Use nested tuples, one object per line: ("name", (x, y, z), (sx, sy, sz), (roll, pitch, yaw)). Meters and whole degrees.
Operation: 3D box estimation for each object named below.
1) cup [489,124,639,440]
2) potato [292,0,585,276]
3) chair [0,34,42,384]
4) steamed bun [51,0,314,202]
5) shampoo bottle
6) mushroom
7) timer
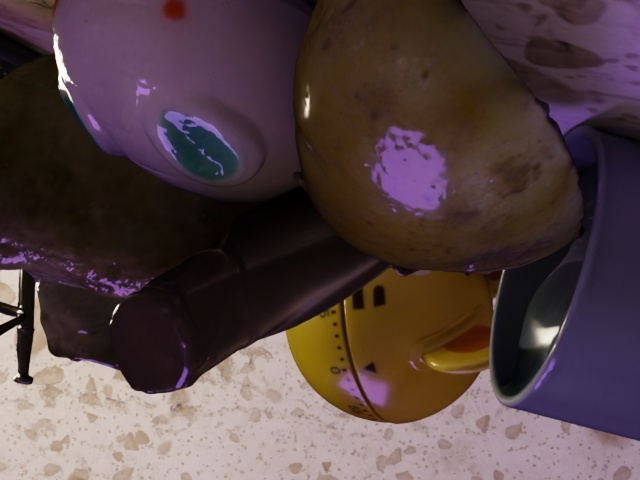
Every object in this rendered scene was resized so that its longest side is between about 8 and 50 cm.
("cup", (0.297, 0.059, 0.565), (0.312, 0.206, 0.205), (16, 176, 1))
("potato", (0.051, -0.040, 0.439), (0.160, 0.111, 0.271), (53, -175, 18))
("chair", (-0.485, -0.044, 0.924), (0.361, 0.411, 0.364), (17, 176, -9))
("steamed bun", (-0.072, -0.096, 0.518), (0.177, 0.131, 0.228), (16, 178, 25))
("shampoo bottle", (0.000, 0.000, 0.580), (0.125, 0.084, 0.350), (-1, -160, 40))
("mushroom", (-0.174, -0.050, 0.657), (0.217, 0.292, 0.211), (32, 158, -35))
("timer", (0.147, 0.112, 1.267), (0.386, 0.377, 0.376), (-11, 163, 27))
